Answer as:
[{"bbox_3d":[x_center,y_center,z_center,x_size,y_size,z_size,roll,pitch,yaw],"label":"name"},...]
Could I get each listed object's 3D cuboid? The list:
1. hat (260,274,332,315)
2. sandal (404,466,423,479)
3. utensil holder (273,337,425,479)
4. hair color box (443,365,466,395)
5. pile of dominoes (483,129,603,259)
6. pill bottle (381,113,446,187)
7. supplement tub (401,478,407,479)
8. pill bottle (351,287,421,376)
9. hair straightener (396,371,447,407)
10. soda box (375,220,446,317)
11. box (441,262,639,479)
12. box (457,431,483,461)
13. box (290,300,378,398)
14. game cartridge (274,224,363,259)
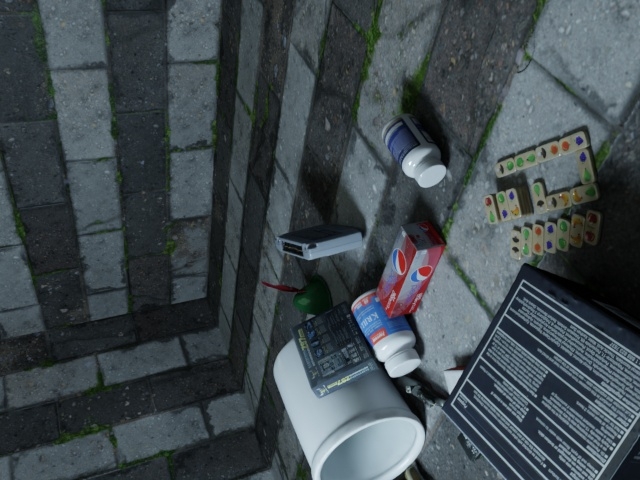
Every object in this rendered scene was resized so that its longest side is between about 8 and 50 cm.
[{"bbox_3d":[-0.083,0.221,2.151,0.208,0.184,0.172,-168,69,-66],"label":"hat"},{"bbox_3d":[0.293,0.686,1.638,0.049,0.072,0.180,-49,43,14],"label":"sandal"},{"bbox_3d":[0.067,0.472,1.742,0.385,0.328,0.327,-122,31,-47],"label":"utensil holder"},{"bbox_3d":[0.342,0.324,1.377,0.141,0.043,0.071,149,109,-67],"label":"hair color box"},{"bbox_3d":[0.393,-0.069,1.089,0.251,0.040,0.195,160,99,-68],"label":"pile of dominoes"},{"bbox_3d":[0.215,-0.203,1.377,0.094,0.094,0.169,106,146,-47],"label":"pill bottle"},{"bbox_3d":[0.154,0.804,1.677,0.194,0.316,0.193,169,90,-68],"label":"supplement tub"},{"bbox_3d":[0.180,0.247,1.621,0.124,0.124,0.221,107,145,-48],"label":"pill bottle"},{"bbox_3d":[0.259,0.398,1.544,0.230,0.089,0.047,31,112,62],"label":"hair straightener"},{"bbox_3d":[0.220,0.076,1.504,0.263,0.084,0.092,103,148,-45],"label":"soda box"},{"bbox_3d":[0.391,0.240,0.925,0.293,0.183,0.296,-63,33,13],"label":"box"},{"bbox_3d":[0.358,0.439,1.336,0.052,0.083,0.062,105,147,-44],"label":"box"},{"bbox_3d":[0.033,0.295,1.657,0.059,0.184,0.232,63,180,-40],"label":"box"},{"bbox_3d":[0.000,0.000,1.839,0.297,0.198,0.062,-167,69,-66],"label":"game cartridge"}]
